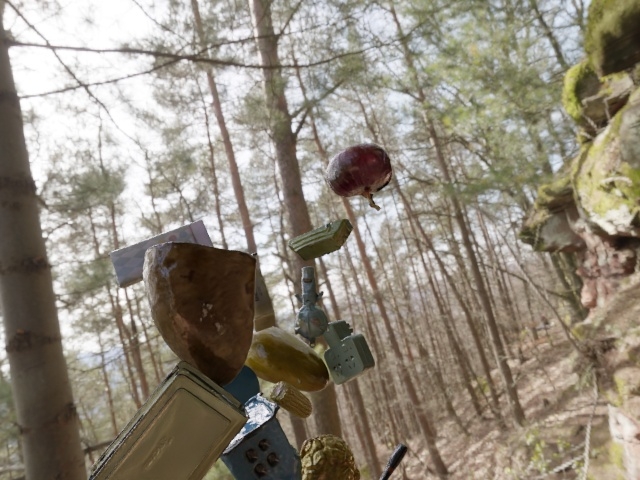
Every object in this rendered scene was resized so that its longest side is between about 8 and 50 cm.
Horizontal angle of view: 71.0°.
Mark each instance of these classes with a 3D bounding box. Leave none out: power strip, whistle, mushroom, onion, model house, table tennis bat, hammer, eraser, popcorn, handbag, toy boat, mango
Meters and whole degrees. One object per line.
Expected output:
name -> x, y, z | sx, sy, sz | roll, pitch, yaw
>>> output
power strip -> 0.122, 0.494, 2.043 | 0.141, 0.261, 0.229 | -3, -30, -42
whistle -> -0.045, 0.289, 1.940 | 0.142, 0.346, 0.133 | -12, -16, 32
mushroom -> -0.356, 0.216, 1.299 | 0.313, 0.397, 0.224 | 15, -31, -35
onion -> 0.151, -0.294, 1.918 | 0.230, 0.272, 0.256 | -10, -36, -32
model house -> -0.181, 0.668, 1.370 | 0.215, 0.303, 0.237 | -28, 6, -23
table tennis bat -> -0.357, 0.639, 1.797 | 0.215, 0.329, 0.044 | 11, -47, -7
hammer -> 0.204, 0.760, 1.430 | 0.290, 0.037, 0.137 | -36, -13, -42
eraser -> -0.654, 0.048, 1.867 | 0.396, 0.213, 0.082 | -23, -28, -15
popcorn -> 0.022, 0.814, 1.578 | 0.250, 0.250, 0.190 | -13, 1, 5
handbag -> -0.379, 0.523, 1.135 | 0.358, 0.236, 0.160 | -51, 10, -11
toy boat -> 0.002, 0.004, 1.805 | 0.276, 0.084, 0.111 | -22, -39, 19
mango -> -0.156, 0.532, 1.999 | 0.445, 0.221, 0.301 | 19, 0, 27

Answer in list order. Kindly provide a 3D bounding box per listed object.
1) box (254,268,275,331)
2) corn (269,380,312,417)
box -> -0.264, 0.253, 1.891 | 0.095, 0.212, 0.168 | -15, -28, -16
corn -> -0.097, 0.556, 1.561 | 0.081, 0.081, 0.248 | -15, -39, 15
